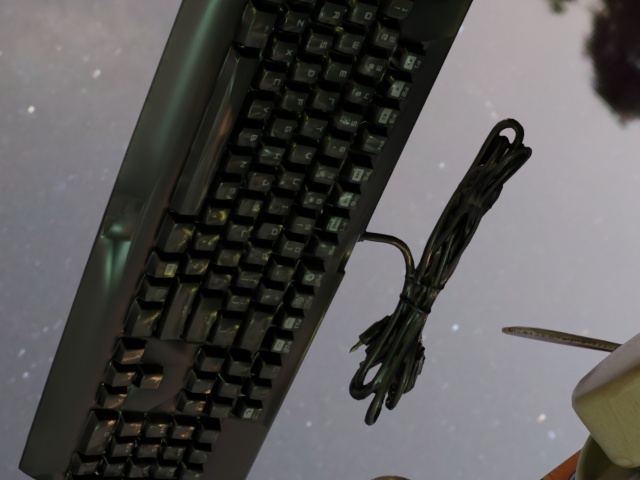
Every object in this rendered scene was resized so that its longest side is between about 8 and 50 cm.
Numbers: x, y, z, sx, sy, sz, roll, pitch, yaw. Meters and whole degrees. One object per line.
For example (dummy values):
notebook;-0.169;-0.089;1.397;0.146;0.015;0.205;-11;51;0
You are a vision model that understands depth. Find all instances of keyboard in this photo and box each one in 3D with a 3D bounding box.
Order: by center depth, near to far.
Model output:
keyboard;0.000;0.000;0.541;0.202;0.317;0.033;5;-147;-33

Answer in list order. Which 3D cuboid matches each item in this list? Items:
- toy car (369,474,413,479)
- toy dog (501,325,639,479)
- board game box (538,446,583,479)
toy car;0.042;0.290;0.967;0.136;0.182;0.159;-114;2;-71
toy dog;0.169;0.119;0.607;0.220;0.161;0.334;63;-166;22
board game box;0.474;0.385;1.273;0.356;0.356;0.356;52;-178;-26
